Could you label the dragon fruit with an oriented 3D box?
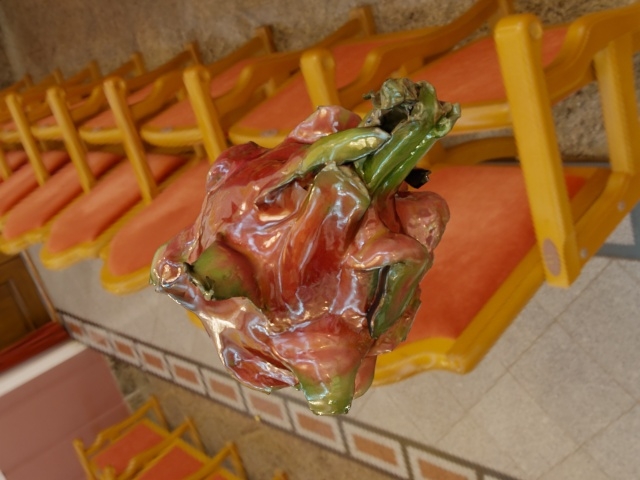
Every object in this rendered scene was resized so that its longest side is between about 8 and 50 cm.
[{"bbox_3d":[-0.004,0.002,0.395,0.135,0.137,0.236,32,158,-2],"label":"dragon fruit"}]
